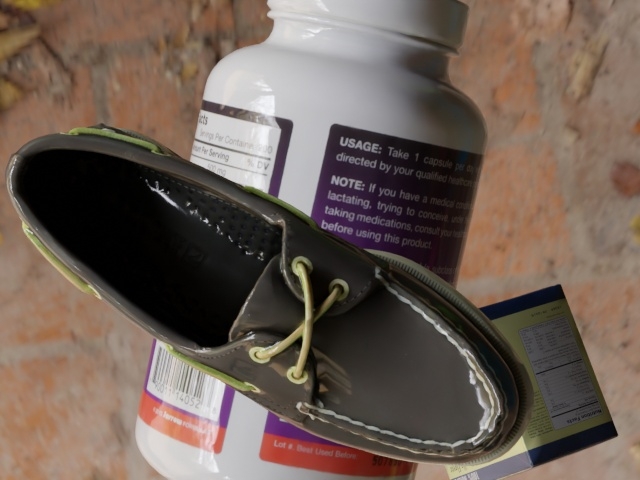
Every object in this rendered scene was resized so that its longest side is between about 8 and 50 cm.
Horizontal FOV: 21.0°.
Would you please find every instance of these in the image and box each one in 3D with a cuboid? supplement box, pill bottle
[{"bbox_3d":[0.097,0.078,0.892,0.056,0.083,0.083,-15,79,-28],"label":"supplement box"},{"bbox_3d":[0.000,0.000,1.080,0.181,0.181,0.323,13,94,2],"label":"pill bottle"}]

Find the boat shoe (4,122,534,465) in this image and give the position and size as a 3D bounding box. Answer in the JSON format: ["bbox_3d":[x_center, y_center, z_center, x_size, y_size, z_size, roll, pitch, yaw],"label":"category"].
[{"bbox_3d":[-0.024,0.024,0.683,0.227,0.068,0.081,28,96,13],"label":"boat shoe"}]
